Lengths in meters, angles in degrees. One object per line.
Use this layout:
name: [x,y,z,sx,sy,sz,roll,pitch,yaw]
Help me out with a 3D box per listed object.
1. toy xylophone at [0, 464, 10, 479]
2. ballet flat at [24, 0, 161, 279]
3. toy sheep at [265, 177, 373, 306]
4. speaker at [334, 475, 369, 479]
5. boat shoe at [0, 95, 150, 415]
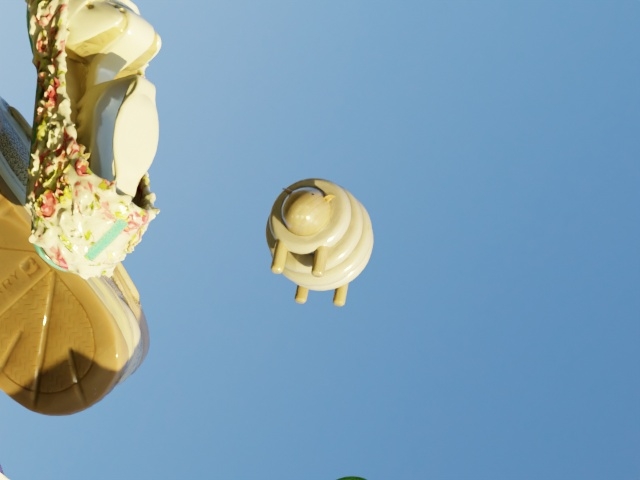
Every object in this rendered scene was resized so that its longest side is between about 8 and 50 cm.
toy xylophone: [-0.234,0.188,0.363,0.081,0.236,0.323,11,-107,23]
ballet flat: [-0.128,-0.089,0.675,0.077,0.091,0.241,-29,-124,32]
toy sheep: [0.000,0.000,0.873,0.091,0.132,0.091,-5,-116,11]
speaker: [0.086,0.453,1.586,0.131,0.296,0.131,-15,-136,15]
boat shoe: [-0.239,-0.037,0.754,0.121,0.341,0.110,-34,-179,12]
